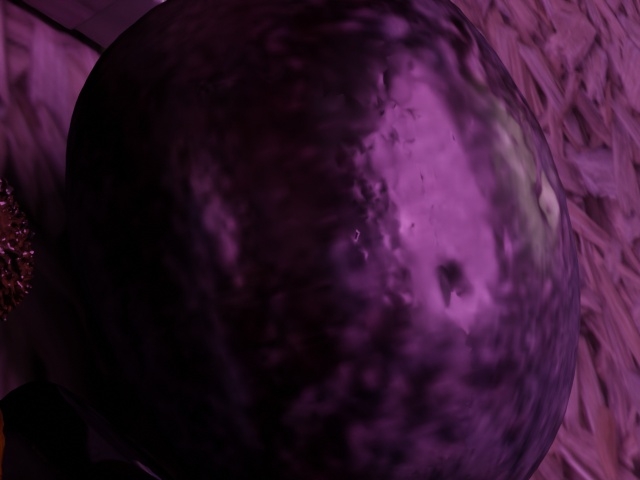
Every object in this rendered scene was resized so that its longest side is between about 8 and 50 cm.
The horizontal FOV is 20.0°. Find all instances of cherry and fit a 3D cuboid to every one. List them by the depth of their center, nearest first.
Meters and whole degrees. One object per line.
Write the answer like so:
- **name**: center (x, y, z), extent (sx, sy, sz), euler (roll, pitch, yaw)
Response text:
- **cherry**: center (0.000, 0.000, 0.802), extent (0.255, 0.218, 0.296), euler (82, -10, -69)

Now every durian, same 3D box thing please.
- **durian**: center (-0.150, 0.003, 0.705), extent (0.080, 0.080, 0.091), euler (17, 32, -53)

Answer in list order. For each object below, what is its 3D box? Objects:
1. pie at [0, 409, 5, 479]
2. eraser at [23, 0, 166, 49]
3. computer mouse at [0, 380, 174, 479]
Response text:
- **pie**: center (-0.224, 0.067, 0.527), extent (0.315, 0.092, 0.315), euler (33, 45, -41)
- **eraser**: center (-0.162, -0.181, 0.871), extent (0.225, 0.052, 0.096), euler (30, 40, -46)
- **computer mouse**: center (-0.068, 0.137, 0.657), extent (0.137, 0.096, 0.233), euler (40, -2, -27)
